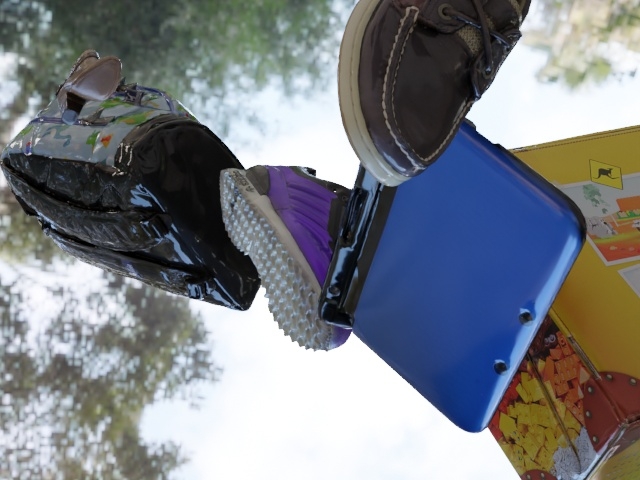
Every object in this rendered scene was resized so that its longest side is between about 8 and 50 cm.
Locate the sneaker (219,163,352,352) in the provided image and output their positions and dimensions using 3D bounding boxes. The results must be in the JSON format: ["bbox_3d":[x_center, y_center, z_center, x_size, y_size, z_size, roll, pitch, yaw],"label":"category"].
[{"bbox_3d":[0.000,-0.001,1.327,0.146,0.102,0.293,-10,-142,-20],"label":"sneaker"}]

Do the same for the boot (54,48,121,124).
[{"bbox_3d":[-0.255,-0.183,1.376,0.042,0.118,0.087,33,-147,-28],"label":"boot"}]

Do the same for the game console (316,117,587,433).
[{"bbox_3d":[0.110,-0.029,1.054,0.173,0.293,0.250,18,-133,0],"label":"game console"}]

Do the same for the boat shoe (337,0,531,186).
[{"bbox_3d":[0.094,-0.155,0.869,0.092,0.103,0.285,-14,-145,37],"label":"boat shoe"}]

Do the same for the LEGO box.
[{"bbox_3d":[0.392,0.060,1.450,0.500,0.193,0.372,-11,-127,-28],"label":"LEGO box"}]

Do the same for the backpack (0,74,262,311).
[{"bbox_3d":[-0.254,-0.072,1.636,0.356,0.290,0.273,-2,-131,35],"label":"backpack"}]
